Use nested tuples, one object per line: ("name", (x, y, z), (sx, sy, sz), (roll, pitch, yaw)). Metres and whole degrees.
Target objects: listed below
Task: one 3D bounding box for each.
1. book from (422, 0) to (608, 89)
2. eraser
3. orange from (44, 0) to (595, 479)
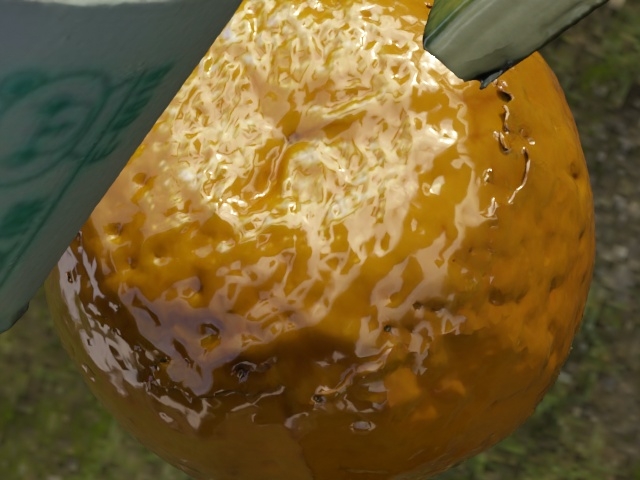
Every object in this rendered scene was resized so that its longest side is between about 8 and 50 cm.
("book", (0.108, -0.138, 0.479), (0.160, 0.024, 0.228), (-36, 17, 35))
("eraser", (-0.166, -0.055, 0.904), (0.290, 0.189, 0.104), (-49, 57, 42))
("orange", (0.000, 0.000, 1.207), (0.340, 0.293, 0.341), (-4, 65, 9))
